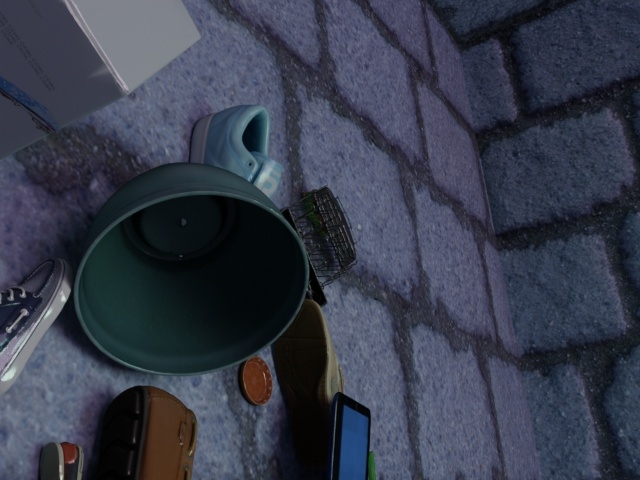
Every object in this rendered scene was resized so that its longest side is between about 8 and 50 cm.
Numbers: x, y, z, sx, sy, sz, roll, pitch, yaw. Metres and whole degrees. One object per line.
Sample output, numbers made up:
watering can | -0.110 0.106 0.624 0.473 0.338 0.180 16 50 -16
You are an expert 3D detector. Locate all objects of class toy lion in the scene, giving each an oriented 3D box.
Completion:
toy lion | -0.001 -0.059 1.534 0.100 0.034 0.096 18 67 -57

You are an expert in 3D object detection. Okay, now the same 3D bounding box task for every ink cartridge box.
ink cartridge box | -0.323 -0.239 0.783 0.197 0.270 0.198 60 31 -23

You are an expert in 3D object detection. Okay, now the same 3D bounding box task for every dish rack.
dish rack | 0.000 0.000 1.420 0.271 0.074 0.208 -35 107 -50

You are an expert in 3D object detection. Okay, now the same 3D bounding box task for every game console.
game console | 0.111 0.423 1.203 0.173 0.250 0.293 -56 156 -7

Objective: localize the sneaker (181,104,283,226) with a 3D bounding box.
sneaker | -0.139 -0.081 1.160 0.135 0.150 0.366 27 52 -53

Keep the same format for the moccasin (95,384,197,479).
moccasin | -0.212 0.367 0.806 0.147 0.139 0.380 37 34 -36

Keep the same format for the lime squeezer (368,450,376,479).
lime squeezer | 0.116 0.591 1.367 0.110 0.058 0.311 97 -19 -78

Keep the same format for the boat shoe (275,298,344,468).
boat shoe | -0.008 0.258 1.262 0.098 0.109 0.303 0 80 -67

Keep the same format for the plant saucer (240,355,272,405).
plant saucer | -0.111 0.241 1.173 0.083 0.013 0.084 39 41 -46

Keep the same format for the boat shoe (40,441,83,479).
boat shoe | -0.292 0.299 0.776 0.043 0.049 0.137 32 43 -54

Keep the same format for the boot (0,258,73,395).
boot | -0.352 0.076 0.766 0.086 0.069 0.190 54 34 -36

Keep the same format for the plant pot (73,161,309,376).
plant pot | -0.183 0.012 0.935 0.293 0.293 0.196 49 8 -37
